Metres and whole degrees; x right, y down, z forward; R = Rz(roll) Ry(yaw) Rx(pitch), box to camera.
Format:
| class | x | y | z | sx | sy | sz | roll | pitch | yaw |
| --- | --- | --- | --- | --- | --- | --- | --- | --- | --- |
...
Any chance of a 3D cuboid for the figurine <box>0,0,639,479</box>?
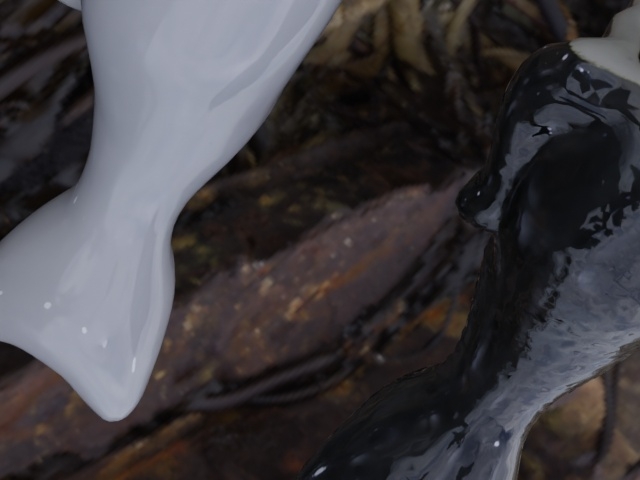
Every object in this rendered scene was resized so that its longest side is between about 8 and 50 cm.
| class | x | y | z | sx | sy | sz | roll | pitch | yaw |
| --- | --- | --- | --- | --- | --- | --- | --- | --- | --- |
| figurine | 0.000 | 0.000 | 0.388 | 0.209 | 0.215 | 0.092 | -62 | -179 | 32 |
